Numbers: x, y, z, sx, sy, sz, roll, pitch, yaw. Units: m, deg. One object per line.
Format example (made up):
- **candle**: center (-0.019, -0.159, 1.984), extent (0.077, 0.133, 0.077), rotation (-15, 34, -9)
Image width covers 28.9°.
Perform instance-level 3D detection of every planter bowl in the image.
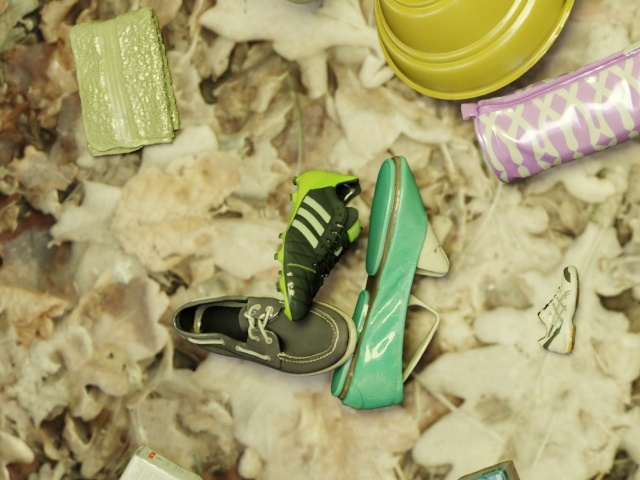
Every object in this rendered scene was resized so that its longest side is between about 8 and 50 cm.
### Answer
- **planter bowl**: center (0.118, -0.244, 1.131), extent (0.217, 0.090, 0.217), rotation (-10, 72, 35)

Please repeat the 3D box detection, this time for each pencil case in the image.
- **pencil case**: center (0.240, -0.123, 1.124), extent (0.206, 0.088, 0.086), rotation (-23, 43, 18)

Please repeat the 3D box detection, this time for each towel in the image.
- **towel**: center (-0.209, -0.167, 1.312), extent (0.110, 0.027, 0.148), rotation (-11, 86, 18)

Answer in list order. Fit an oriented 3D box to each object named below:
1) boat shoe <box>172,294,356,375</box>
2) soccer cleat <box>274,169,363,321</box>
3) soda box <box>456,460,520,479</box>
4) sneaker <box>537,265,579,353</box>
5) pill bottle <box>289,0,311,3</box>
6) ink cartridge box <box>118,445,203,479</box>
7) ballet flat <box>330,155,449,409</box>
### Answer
- **boat shoe**: center (-0.059, 0.089, 1.206), extent (0.206, 0.065, 0.075), rotation (4, 85, 40)
- **soccer cleat**: center (0.000, 0.000, 1.184), extent (0.072, 0.060, 0.178), rotation (0, 49, 12)
- **soda box**: center (0.180, 0.303, 1.157), extent (0.058, 0.063, 0.183), rotation (-23, 82, 17)
- **sneaker**: center (0.221, 0.064, 1.161), extent (0.037, 0.032, 0.083), rotation (7, 91, 19)
- **pill bottle**: center (0.026, -0.399, 1.148), extent (0.188, 0.188, 0.334), rotation (46, 103, 14)
- **ink cartridge box**: center (-0.146, 0.318, 1.292), extent (0.179, 0.045, 0.145), rotation (30, 99, -2)
- **ballet flat**: center (0.076, 0.045, 1.196), extent (0.087, 0.083, 0.247), rotation (12, 94, -10)
